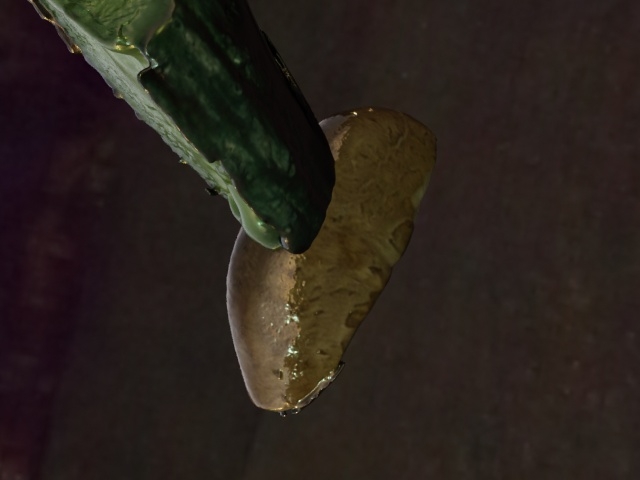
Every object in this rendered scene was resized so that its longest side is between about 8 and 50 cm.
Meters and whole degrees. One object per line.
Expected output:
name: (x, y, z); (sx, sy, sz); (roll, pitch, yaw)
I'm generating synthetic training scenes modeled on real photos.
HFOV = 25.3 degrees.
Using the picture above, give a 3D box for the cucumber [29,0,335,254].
cucumber: (-0.059, -0.083, 0.633); (0.086, 0.193, 0.115); (-41, 34, -14)

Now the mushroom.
mushroom: (0.000, 0.001, 0.878); (0.209, 0.094, 0.072); (-58, 19, -10)
